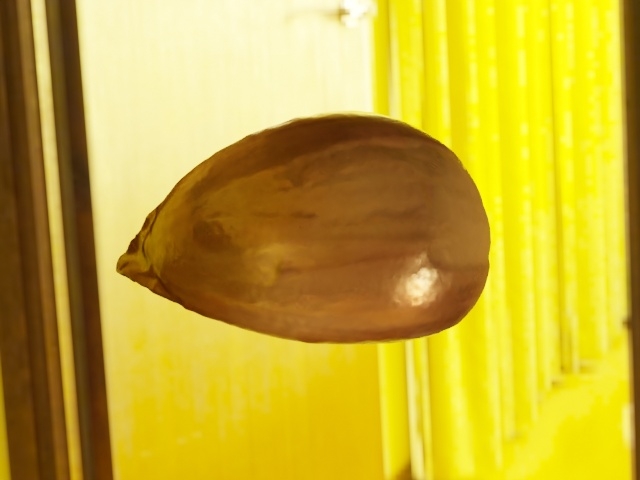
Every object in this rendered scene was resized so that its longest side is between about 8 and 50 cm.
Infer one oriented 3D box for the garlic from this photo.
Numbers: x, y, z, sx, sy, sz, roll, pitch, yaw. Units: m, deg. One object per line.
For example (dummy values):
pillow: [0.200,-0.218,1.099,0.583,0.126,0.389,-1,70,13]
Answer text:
garlic: [0.000,-0.010,0.826,0.206,0.115,0.128,-1,26,-12]
